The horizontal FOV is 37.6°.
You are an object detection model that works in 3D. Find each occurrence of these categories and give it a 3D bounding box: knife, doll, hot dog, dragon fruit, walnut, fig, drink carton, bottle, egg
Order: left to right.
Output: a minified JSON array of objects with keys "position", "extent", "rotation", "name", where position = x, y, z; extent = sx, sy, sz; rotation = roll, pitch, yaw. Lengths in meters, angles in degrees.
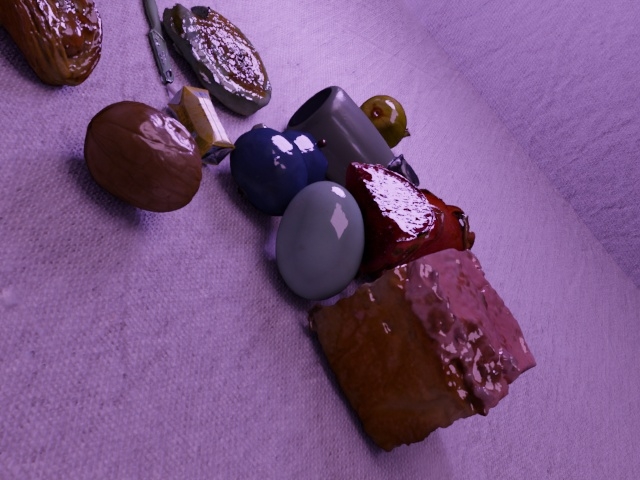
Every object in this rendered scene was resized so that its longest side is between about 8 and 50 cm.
[{"position":[-0.471,-0.390,1.580],"extent":[0.272,0.122,0.196],"rotation":[56,25,10],"name":"hot dog"},{"position":[-0.284,-0.133,1.521],"extent":[0.207,0.167,0.167],"rotation":[34,32,-31],"name":"walnut"},{"position":[-0.341,-0.429,1.953],"extent":[0.043,0.020,0.293],"rotation":[24,39,-48],"name":"knife"},{"position":[-0.241,-0.244,1.823],"extent":[0.084,0.074,0.200],"rotation":[-1,58,-49],"name":"drink carton"},{"position":[-0.084,-0.139,1.892],"extent":[0.228,0.154,0.258],"rotation":[58,33,2],"name":"doll"},{"position":[0.000,0.000,1.781],"extent":[0.168,0.168,0.231],"rotation":[21,71,-47],"name":"egg"},{"position":[0.088,-0.189,2.193],"extent":[0.347,0.168,0.168],"rotation":[45,27,-21],"name":"bottle"},{"position":[0.162,-0.309,2.516],"extent":[0.142,0.148,0.186],"rotation":[40,-13,6],"name":"fig"},{"position":[0.127,-0.012,1.864],"extent":[0.134,0.211,0.262],"rotation":[5,41,-27],"name":"dragon fruit"},{"position":[0.187,-0.001,2.046],"extent":[0.315,0.250,0.250],"rotation":[25,37,-47],"name":"dragon fruit"}]

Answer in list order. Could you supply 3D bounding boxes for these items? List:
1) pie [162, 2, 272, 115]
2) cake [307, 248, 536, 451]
[{"position":[-0.217,-0.402,2.066],"extent":[0.302,0.067,0.302],"rotation":[40,29,-27],"name":"pie"},{"position":[0.202,0.196,1.763],"extent":[0.307,0.293,0.314],"rotation":[-5,68,-57],"name":"cake"}]
